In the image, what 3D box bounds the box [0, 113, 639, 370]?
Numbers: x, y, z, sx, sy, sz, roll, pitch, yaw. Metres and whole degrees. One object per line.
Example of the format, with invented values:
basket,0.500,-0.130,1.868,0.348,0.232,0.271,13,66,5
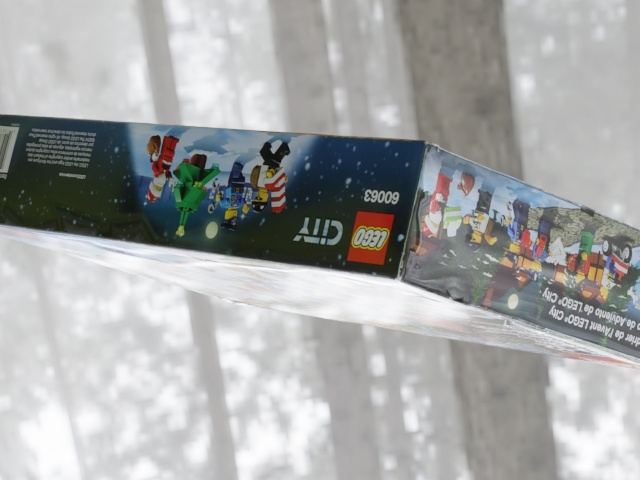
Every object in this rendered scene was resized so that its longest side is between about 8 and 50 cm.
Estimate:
box,0.000,0.000,0.679,0.233,0.044,0.159,7,171,46
